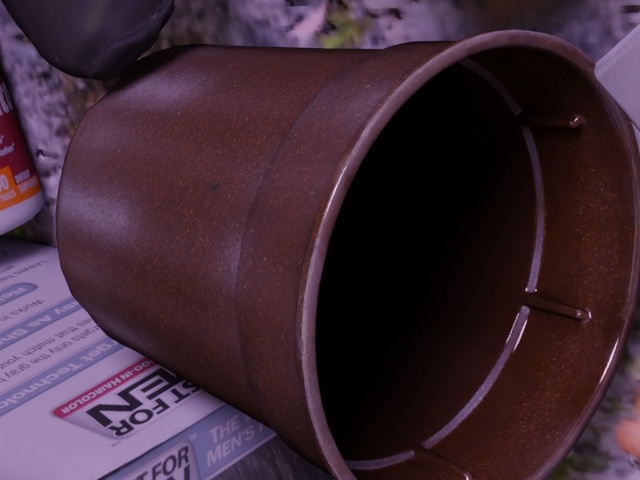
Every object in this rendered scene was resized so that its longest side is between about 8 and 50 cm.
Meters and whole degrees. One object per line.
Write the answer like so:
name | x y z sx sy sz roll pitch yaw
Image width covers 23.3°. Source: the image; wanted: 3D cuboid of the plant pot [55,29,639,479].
plant pot | 0.000 0.000 0.555 0.165 0.167 0.167 15 121 44

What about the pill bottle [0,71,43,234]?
pill bottle | -0.195 -0.072 0.737 0.086 0.086 0.152 -5 108 43

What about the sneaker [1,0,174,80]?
sneaker | -0.147 -0.180 0.577 0.109 0.130 0.286 -42 69 39

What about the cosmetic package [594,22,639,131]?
cosmetic package | 0.198 0.003 0.396 0.238 0.127 0.107 53 134 5

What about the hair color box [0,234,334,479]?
hair color box | -0.177 0.084 0.729 0.374 0.185 0.114 11 117 38
